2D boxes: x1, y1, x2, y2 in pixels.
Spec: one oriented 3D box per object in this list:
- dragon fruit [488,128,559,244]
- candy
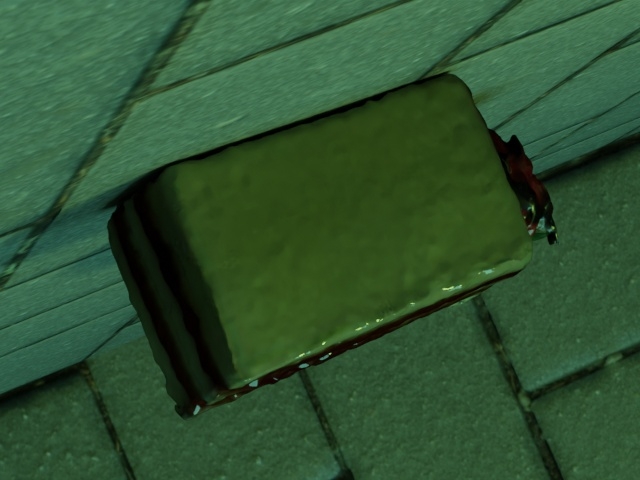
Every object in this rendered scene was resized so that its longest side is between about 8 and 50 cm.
[{"bbox_3d":[0.121,-0.034,1.893,0.189,0.182,0.182,-33,178,-11],"label":"dragon fruit"},{"bbox_3d":[0.000,0.000,1.555,0.321,0.179,0.135,-22,174,-34],"label":"candy"}]
